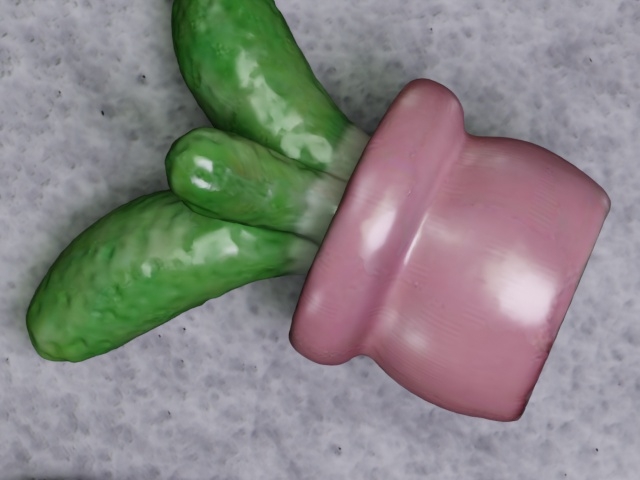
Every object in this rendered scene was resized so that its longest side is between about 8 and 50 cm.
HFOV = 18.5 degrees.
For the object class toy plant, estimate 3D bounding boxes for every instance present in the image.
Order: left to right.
[{"bbox_3d":[0.005,0.002,1.360,0.356,0.210,0.317,23,95,0],"label":"toy plant"}]
